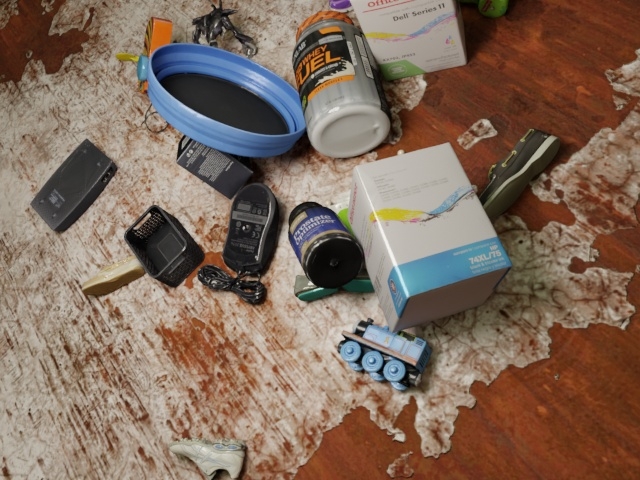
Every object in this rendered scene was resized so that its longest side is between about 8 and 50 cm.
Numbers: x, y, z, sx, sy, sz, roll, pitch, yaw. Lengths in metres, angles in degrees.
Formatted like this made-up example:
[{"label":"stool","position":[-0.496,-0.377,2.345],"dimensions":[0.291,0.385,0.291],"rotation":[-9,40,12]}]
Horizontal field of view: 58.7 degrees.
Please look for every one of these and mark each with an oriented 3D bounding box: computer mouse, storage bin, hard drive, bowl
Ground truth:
[{"label":"computer mouse","position":[-0.170,-0.001,1.341],"dimensions":[0.188,0.072,0.272],"rotation":[16,88,26]},{"label":"storage bin","position":[-0.389,0.014,1.415],"dimensions":[0.122,0.084,0.180],"rotation":[-45,60,0]},{"label":"hard drive","position":[-0.707,-0.157,1.641],"dimensions":[0.172,0.054,0.254],"rotation":[37,86,31]},{"label":"bowl","position":[-0.216,-0.332,1.346],"dimensions":[0.391,0.391,0.077],"rotation":[53,132,31]}]

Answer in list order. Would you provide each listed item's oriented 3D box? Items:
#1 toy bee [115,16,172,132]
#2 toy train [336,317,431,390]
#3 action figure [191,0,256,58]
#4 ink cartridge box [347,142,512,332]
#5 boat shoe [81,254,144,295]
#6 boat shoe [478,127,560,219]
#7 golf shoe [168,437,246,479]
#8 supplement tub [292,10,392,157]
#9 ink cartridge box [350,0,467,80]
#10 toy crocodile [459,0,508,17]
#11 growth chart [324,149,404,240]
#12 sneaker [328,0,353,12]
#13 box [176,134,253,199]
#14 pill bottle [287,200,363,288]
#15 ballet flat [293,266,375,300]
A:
[{"label":"toy bee","position":[-0.495,-0.483,1.631],"dimensions":[0.162,0.195,0.298],"rotation":[29,93,55]},{"label":"toy train","position":[0.123,0.218,1.115],"dimensions":[0.184,0.080,0.105],"rotation":[19,68,31]},{"label":"action figure","position":[-0.277,-0.529,1.570],"dimensions":[0.164,0.141,0.275],"rotation":[-1,84,25]},{"label":"ink cartridge box","position":[0.187,-0.004,1.069],"dimensions":[0.197,0.198,0.270],"rotation":[-16,65,-9]},{"label":"boat shoe","position":[-0.533,0.089,1.461],"dimensions":[0.170,0.063,0.059],"rotation":[-22,59,3]},{"label":"boat shoe","position":[0.385,-0.135,1.152],"dimensions":[0.228,0.081,0.069],"rotation":[-44,56,-8]},{"label":"golf shoe","position":[-0.241,0.452,1.176],"dimensions":[0.176,0.069,0.086],"rotation":[-5,73,22]},{"label":"supplement tub","position":[0.041,-0.369,1.330],"dimensions":[0.194,0.193,0.316],"rotation":[-20,61,14]},{"label":"ink cartridge box","position":[0.188,-0.514,1.234],"dimensions":[0.207,0.353,0.119],"rotation":[-7,66,21]},{"label":"toy crocodile","position":[0.349,-0.611,1.352],"dimensions":[0.341,0.105,0.115],"rotation":[12,73,27]},{"label":"growth chart","position":[0.123,-0.078,1.272],"dimensions":[0.237,0.021,0.172],"rotation":[-32,61,9]},{"label":"sneaker","position":[0.093,-0.673,1.509],"dimensions":[0.170,0.071,0.068],"rotation":[-30,60,10]},{"label":"box","position":[-0.254,-0.199,1.364],"dimensions":[0.093,0.158,0.156],"rotation":[-49,25,14]},{"label":"pill bottle","position":[0.000,0.000,1.193],"dimensions":[0.123,0.123,0.219],"rotation":[-39,30,4]},{"label":"ballet flat","position":[0.041,0.079,1.211],"dimensions":[0.213,0.072,0.068],"rotation":[-11,59,19]}]
